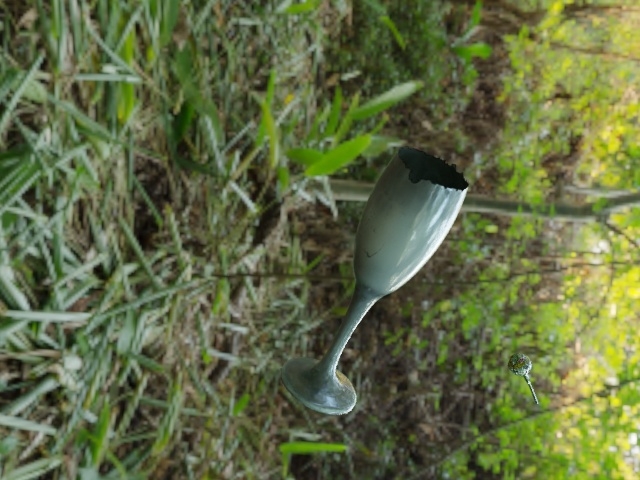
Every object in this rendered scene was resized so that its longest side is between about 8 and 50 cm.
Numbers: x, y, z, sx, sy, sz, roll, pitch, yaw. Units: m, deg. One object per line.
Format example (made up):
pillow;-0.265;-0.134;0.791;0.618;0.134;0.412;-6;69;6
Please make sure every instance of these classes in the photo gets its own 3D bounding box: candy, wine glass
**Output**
candy;0.232;0.159;1.027;0.025;0.023;0.083;-54;133;-34
wine glass;0.000;0.000;1.049;0.096;0.264;0.310;-10;132;-51
